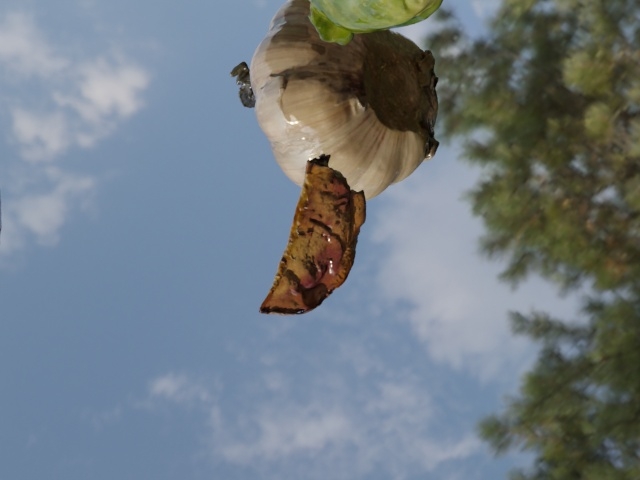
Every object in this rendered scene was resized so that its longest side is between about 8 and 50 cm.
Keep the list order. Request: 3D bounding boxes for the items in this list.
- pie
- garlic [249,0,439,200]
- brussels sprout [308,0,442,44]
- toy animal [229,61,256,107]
[{"bbox_3d":[0.000,0.000,1.078,0.092,0.034,0.170,15,-90,-29],"label":"pie"},{"bbox_3d":[0.028,-0.208,1.604,0.322,0.241,0.322,22,-134,-24],"label":"garlic"},{"bbox_3d":[0.064,-0.242,0.993,0.139,0.181,0.101,-32,-73,-36],"label":"brussels sprout"},{"bbox_3d":[-0.057,-0.276,1.908,0.232,0.148,0.084,25,-164,-46],"label":"toy animal"}]
